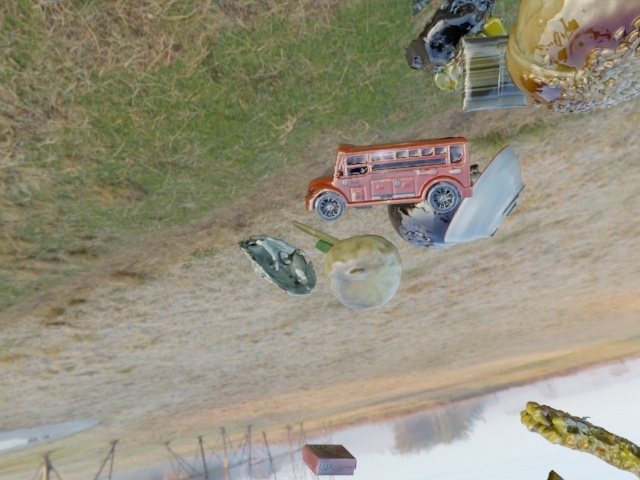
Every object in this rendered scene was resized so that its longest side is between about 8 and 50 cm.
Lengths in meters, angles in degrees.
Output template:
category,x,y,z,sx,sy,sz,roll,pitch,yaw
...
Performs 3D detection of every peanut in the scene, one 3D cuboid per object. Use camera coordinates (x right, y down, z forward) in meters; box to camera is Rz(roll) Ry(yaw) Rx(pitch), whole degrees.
category,x,y,z,sx,sy,sz,roll,pitch,yaw
peanut,0.080,0.057,0.767,0.141,0.109,0.159,-11,134,9

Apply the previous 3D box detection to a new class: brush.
category,x,y,z,sx,sy,sz,roll,pitch,yaw
brush,0.000,0.000,1.034,0.054,0.282,0.048,31,88,-32

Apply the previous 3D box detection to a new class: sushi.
category,x,y,z,sx,sy,sz,roll,pitch,yaw
sushi,0.495,-0.703,1.457,0.328,0.285,0.328,-54,-177,-2

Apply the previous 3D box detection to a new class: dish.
category,x,y,z,sx,sy,sz,roll,pitch,yaw
dish,0.393,-0.083,0.958,0.260,0.085,0.260,-43,155,-25

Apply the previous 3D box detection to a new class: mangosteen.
category,x,y,z,sx,sy,sz,roll,pitch,yaw
mangosteen,0.354,-0.119,1.310,0.298,0.293,0.297,10,175,1

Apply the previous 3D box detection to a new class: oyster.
category,x,y,z,sx,sy,sz,roll,pitch,yaw
oyster,-0.134,0.073,1.241,0.252,0.199,0.087,5,146,-2

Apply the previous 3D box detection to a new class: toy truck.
category,x,y,z,sx,sy,sz,roll,pitch,yaw
toy truck,0.100,-0.101,0.662,0.253,0.114,0.107,-3,-165,9

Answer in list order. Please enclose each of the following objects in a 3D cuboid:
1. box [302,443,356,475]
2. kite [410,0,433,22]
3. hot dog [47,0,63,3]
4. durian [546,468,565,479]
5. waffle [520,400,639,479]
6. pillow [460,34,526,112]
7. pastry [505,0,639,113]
category,x,y,z,sx,sy,sz,roll,pitch,yaw
box,0.030,0.721,1.381,0.156,0.059,0.111,15,173,-26
kite,0.242,-0.623,0.988,0.189,0.232,0.009,-2,177,-16
hot dog,-0.357,-0.445,0.594,0.099,0.226,0.160,17,175,-25
durian,0.345,0.451,0.644,0.141,0.078,0.224,5,-161,36
waffle,0.517,0.369,0.753,0.293,0.069,0.260,22,173,23
pillow,0.512,-0.495,1.234,0.208,0.212,0.052,-7,-168,-6
pastry,0.612,-0.437,0.894,0.410,0.244,0.409,-9,159,-4
